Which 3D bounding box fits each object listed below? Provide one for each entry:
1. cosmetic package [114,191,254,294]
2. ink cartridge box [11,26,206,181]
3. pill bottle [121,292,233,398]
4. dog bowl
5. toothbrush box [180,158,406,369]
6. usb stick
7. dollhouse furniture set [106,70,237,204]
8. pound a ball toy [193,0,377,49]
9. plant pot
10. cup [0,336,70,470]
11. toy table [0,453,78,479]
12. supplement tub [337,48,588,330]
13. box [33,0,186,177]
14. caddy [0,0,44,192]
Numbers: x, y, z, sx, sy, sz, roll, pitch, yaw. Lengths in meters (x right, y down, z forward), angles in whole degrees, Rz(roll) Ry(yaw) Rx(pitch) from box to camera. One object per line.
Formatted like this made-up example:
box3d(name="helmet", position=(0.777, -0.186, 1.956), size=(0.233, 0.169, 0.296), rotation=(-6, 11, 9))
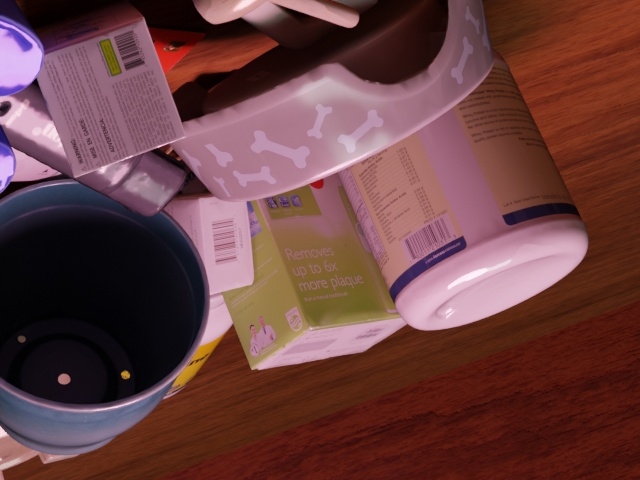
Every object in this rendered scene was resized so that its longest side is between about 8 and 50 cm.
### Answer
box3d(name="cosmetic package", position=(-0.195, 0.004, 1.819), size=(0.231, 0.117, 0.085), rotation=(0, -173, 39))
box3d(name="ink cartridge box", position=(-0.245, -0.137, 1.591), size=(0.189, 0.066, 0.232), rotation=(-3, 158, -48))
box3d(name="pill bottle", position=(-0.210, 0.081, 2.065), size=(0.188, 0.188, 0.334), rotation=(-14, 161, -25))
box3d(name="dog bowl", position=(0.011, -0.154, 1.491), size=(0.349, 0.102, 0.349), rotation=(-26, -165, 7))
box3d(name="toothbrush box", position=(-0.029, -0.002, 1.879), size=(0.206, 0.283, 0.122), rotation=(-4, 154, -46))
box3d(name="usb stick", position=(-0.246, -0.099, 1.538), size=(0.077, 0.045, 0.278), rotation=(-42, 138, 17))
box3d(name="dollhouse furniture set", position=(-0.133, -0.076, 1.708), size=(0.144, 0.123, 0.151), rotation=(-39, -179, 45))
box3d(name="pound a ball toy", position=(-0.063, -0.229, 1.274), size=(0.136, 0.208, 0.319), rotation=(-28, 163, 16))
box3d(name="plant pot", position=(-0.278, 0.113, 1.703), size=(0.272, 0.271, 0.255), rotation=(-15, 156, -23))
box3d(name="cup", position=(-0.446, 0.166, 1.942), size=(0.331, 0.237, 0.331), rotation=(-20, 163, -6))
box3d(name="toy table", position=(-0.498, 0.280, 2.355), size=(0.274, 0.161, 0.252), rotation=(-13, 161, -33))
box3d(name="supplement tub", position=(0.143, -0.084, 1.774), size=(0.235, 0.324, 0.235), rotation=(-21, 163, -7))
box3d(name="box", position=(-0.196, -0.142, 1.380), size=(0.103, 0.114, 0.203), rotation=(-20, -162, -6))
box3d(name="caddy", position=(-0.388, -0.136, 1.212), size=(0.341, 0.179, 0.241), rotation=(-8, 136, -38))
